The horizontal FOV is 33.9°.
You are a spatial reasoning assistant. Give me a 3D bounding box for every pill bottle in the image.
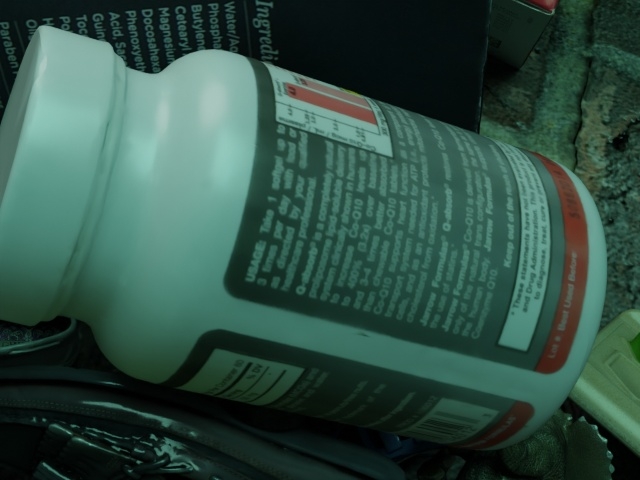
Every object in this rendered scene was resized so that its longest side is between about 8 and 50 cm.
[{"bbox_3d":[-0.022,0.001,0.669,0.363,0.210,0.210,16,47,-21],"label":"pill bottle"}]

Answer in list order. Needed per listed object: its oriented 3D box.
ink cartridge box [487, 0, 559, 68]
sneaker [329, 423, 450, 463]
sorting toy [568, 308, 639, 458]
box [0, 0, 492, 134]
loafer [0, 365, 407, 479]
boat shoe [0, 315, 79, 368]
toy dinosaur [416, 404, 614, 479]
[{"bbox_3d":[0.252,-0.384,1.164,0.130,0.272,0.309,26,85,4],"label":"ink cartridge box"},{"bbox_3d":[0.069,0.155,0.870,0.144,0.059,0.053,-12,58,-26],"label":"sneaker"},{"bbox_3d":[0.295,0.118,0.941,0.307,0.041,0.229,41,27,17],"label":"sorting toy"},{"bbox_3d":[-0.137,-0.247,0.895,0.472,0.297,0.479,-6,47,-1],"label":"box"},{"bbox_3d":[-0.088,0.160,0.678,0.303,0.109,0.095,16,51,-10],"label":"loafer"},{"bbox_3d":[-0.281,0.076,0.816,0.184,0.063,0.066,6,49,-14],"label":"boat shoe"},{"bbox_3d":[0.123,0.210,0.797,0.160,0.121,0.313,51,61,-18],"label":"toy dinosaur"}]
